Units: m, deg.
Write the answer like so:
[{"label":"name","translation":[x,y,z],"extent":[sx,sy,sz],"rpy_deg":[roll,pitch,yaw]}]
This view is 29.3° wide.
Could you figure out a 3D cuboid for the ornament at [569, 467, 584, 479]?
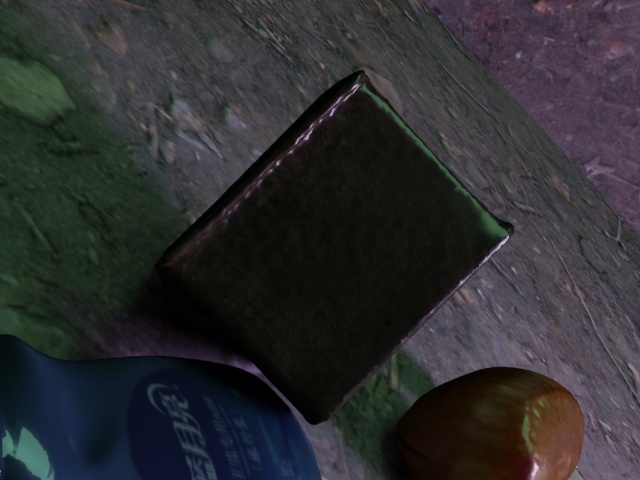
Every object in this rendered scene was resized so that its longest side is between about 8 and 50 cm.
[{"label":"ornament","translation":[0.179,0.199,1.138],"extent":[0.081,0.075,0.156],"rpy_deg":[-34,80,-25]}]

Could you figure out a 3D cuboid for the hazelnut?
[{"label":"hazelnut","translation":[0.141,0.167,1.032],"extent":[0.150,0.150,0.150],"rpy_deg":[39,24,-22]}]

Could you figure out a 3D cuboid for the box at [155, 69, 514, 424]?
[{"label":"box","translation":[-0.002,-0.002,0.862],"extent":[0.143,0.184,0.273],"rpy_deg":[45,-3,-6]}]

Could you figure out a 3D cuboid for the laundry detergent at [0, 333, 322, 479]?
[{"label":"laundry detergent","translation":[-0.123,0.120,0.675],"extent":[0.289,0.094,0.143],"rpy_deg":[19,38,-51]}]
